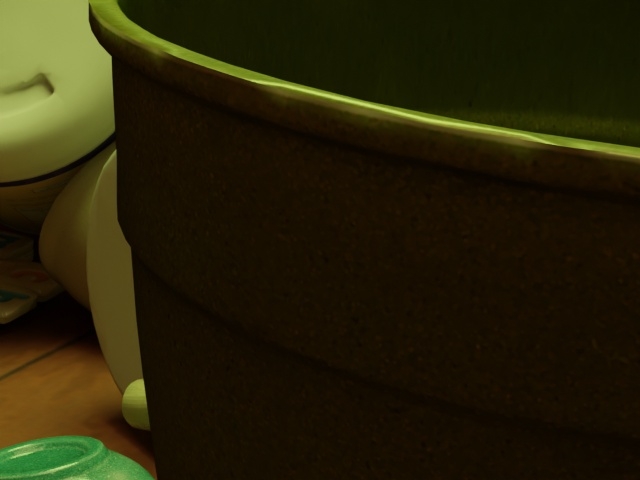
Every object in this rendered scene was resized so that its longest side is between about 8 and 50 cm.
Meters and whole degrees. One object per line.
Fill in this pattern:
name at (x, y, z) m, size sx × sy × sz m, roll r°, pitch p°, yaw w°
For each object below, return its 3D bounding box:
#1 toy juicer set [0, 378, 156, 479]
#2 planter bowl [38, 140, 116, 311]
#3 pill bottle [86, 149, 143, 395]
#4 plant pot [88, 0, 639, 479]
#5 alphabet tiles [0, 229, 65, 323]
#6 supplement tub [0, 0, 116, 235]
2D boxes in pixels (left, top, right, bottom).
toy juicer set at (-0.146, 0.144, 0.830) m, size 0.329 × 0.089 × 0.209 m, roll -13°, pitch 10°, yaw -24°
planter bowl at (-0.109, 0.008, 1.185) m, size 0.162 × 0.162 × 0.109 m, roll -13°, pitch 51°, yaw -44°
pill bottle at (0.061, 0.008, 1.077) m, size 0.392 × 0.224 × 0.224 m, roll -8°, pitch 21°, yaw -34°
plant pot at (0.098, 0.099, 0.566) m, size 0.366 × 0.353 × 0.366 m, roll 4°, pitch 18°, yaw -1°
alphabet tiles at (-0.346, 0.030, 1.238) m, size 0.278 × 0.021 × 0.284 m, roll 10°, pitch 18°, yaw 18°
supplement tub at (-0.219, -0.134, 1.283) m, size 0.241 × 0.241 × 0.331 m, roll 6°, pitch -10°, yaw 5°
